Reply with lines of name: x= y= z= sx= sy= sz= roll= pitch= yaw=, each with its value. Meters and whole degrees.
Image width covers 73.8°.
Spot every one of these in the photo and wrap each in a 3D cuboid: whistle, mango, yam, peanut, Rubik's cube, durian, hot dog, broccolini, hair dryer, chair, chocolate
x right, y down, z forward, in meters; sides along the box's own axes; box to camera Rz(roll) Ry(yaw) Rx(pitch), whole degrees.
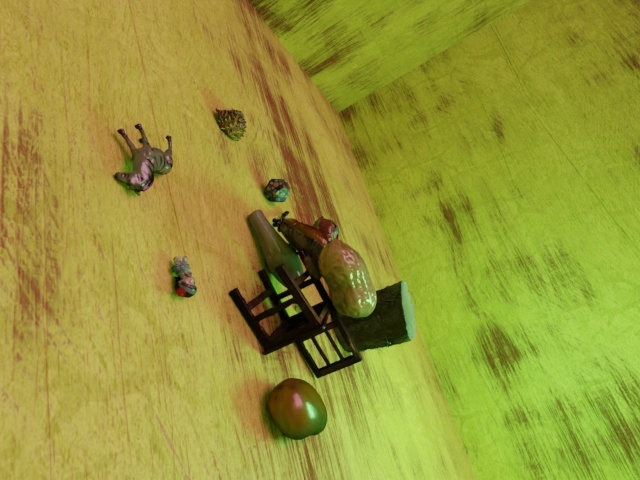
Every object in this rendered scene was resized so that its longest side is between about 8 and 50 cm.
whistle: x=0.001 y=-0.001 z=1.911 sx=0.346 sy=0.133 sz=0.142 roll=-59 pitch=158 yaw=-59
mango: x=-0.049 y=0.468 z=1.184 sx=0.251 sy=0.114 sz=0.157 roll=37 pitch=25 yaw=-52
yam: x=0.229 y=0.327 z=1.774 sx=0.241 sy=0.348 sz=0.241 roll=44 pitch=34 yaw=-40
peanut: x=0.083 y=0.130 z=1.322 sx=0.152 sy=0.152 sz=0.313 roll=-89 pitch=163 yaw=-53
Rubik's cube: x=-0.176 y=-0.203 z=1.734 sx=0.093 sy=0.111 sz=0.111 roll=-41 pitch=107 yaw=-42
durian: x=-0.328 y=-0.475 z=1.694 sx=0.140 sy=0.078 sz=0.224 roll=61 pitch=20 yaw=-11
hot dog: x=-0.049 y=-0.001 z=1.459 sx=0.270 sy=0.081 sz=0.163 roll=33 pitch=-24 yaw=49
broccolini: x=-0.140 y=-0.088 z=1.684 sx=0.254 sy=0.057 sz=0.071 roll=-79 pitch=158 yaw=-70
hair dryer: x=-0.158 y=0.018 z=1.540 sx=0.296 sy=0.119 sz=0.298 roll=57 pitch=4 yaw=-10
chair: x=-0.058 y=0.267 z=1.299 sx=0.416 sy=0.203 sz=0.240 roll=61 pitch=15 yaw=-3
chocolate: x=-0.016 y=0.086 z=1.321 sx=0.101 sy=0.031 sz=0.065 roll=48 pitch=24 yaw=-55

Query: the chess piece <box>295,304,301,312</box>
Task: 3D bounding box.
chess piece: x=-0.073 y=0.222 z=1.562 sx=0.035 sy=0.035 sz=0.092 roll=53 pitch=18 yaw=-30

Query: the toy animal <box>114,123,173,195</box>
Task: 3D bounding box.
toy animal: x=-0.434 y=-0.200 z=1.085 sx=0.217 sy=0.073 sz=0.176 roll=-16 pitch=86 yaw=-76

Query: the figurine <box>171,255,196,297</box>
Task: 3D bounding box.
figurine: x=-0.331 y=0.088 z=1.023 sx=0.106 sy=0.047 sz=0.060 roll=70 pitch=11 yaw=21
